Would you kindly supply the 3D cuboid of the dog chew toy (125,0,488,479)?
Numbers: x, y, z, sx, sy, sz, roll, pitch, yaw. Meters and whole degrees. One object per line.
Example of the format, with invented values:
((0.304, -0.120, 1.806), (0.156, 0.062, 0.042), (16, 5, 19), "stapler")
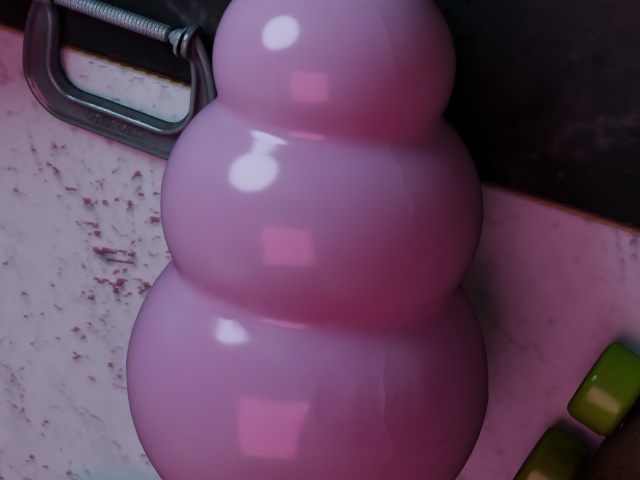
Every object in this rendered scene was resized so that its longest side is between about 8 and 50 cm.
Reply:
((0.000, 0.000, 1.019), (0.206, 0.206, 0.332), (14, 113, 20), "dog chew toy")

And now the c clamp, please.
((-0.128, -0.120, 1.122), (0.161, 0.022, 0.137), (25, 124, 14), "c clamp")

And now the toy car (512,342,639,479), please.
((0.174, 0.177, 1.019), (0.155, 0.188, 0.149), (34, 126, 7), "toy car")
